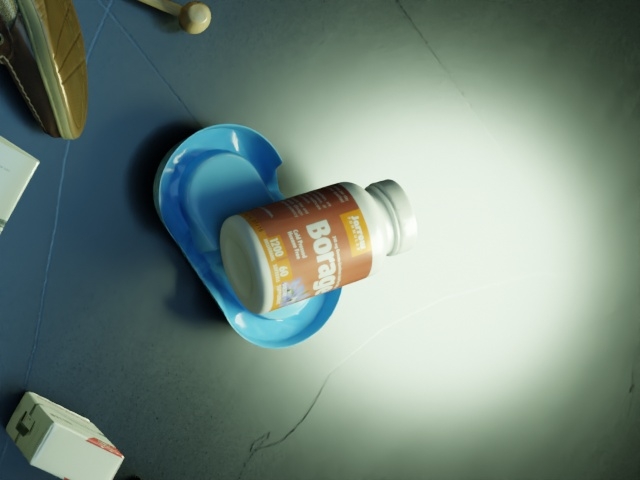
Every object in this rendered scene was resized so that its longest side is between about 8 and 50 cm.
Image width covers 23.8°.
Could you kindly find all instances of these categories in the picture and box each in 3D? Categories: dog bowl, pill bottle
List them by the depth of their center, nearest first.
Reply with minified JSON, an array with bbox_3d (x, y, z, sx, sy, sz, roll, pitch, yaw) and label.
[{"bbox_3d":[0.000,0.000,1.797,0.216,0.121,0.121,-19,105,-22],"label":"pill bottle"},{"bbox_3d":[-0.095,-0.006,1.861,0.166,0.074,0.297,-38,110,-16],"label":"dog bowl"}]

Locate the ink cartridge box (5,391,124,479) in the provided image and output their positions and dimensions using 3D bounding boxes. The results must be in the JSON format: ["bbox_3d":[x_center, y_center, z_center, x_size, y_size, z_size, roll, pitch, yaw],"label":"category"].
[{"bbox_3d":[-0.299,0.235,1.765,0.099,0.135,0.056,31,87,-25],"label":"ink cartridge box"}]

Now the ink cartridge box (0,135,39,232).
[{"bbox_3d":[-0.409,-0.025,1.667,0.087,0.153,0.208,30,85,-26],"label":"ink cartridge box"}]

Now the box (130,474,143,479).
[{"bbox_3d":[-0.230,0.388,1.811,0.077,0.147,0.180,45,79,-23],"label":"box"}]

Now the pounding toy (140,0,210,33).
[{"bbox_3d":[-0.189,-0.355,1.715,0.155,0.154,0.269,-34,105,-18],"label":"pounding toy"}]

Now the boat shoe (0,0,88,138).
[{"bbox_3d":[-0.357,-0.264,1.691,0.123,0.123,0.342,-11,121,12],"label":"boat shoe"}]
